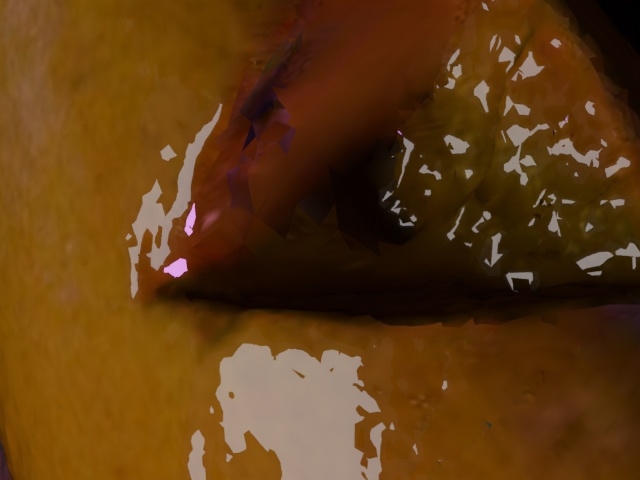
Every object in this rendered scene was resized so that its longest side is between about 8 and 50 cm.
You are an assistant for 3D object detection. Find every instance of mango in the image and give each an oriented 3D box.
[{"bbox_3d":[0.000,0.000,0.397,0.167,0.130,0.262,-37,74,46],"label":"mango"}]
